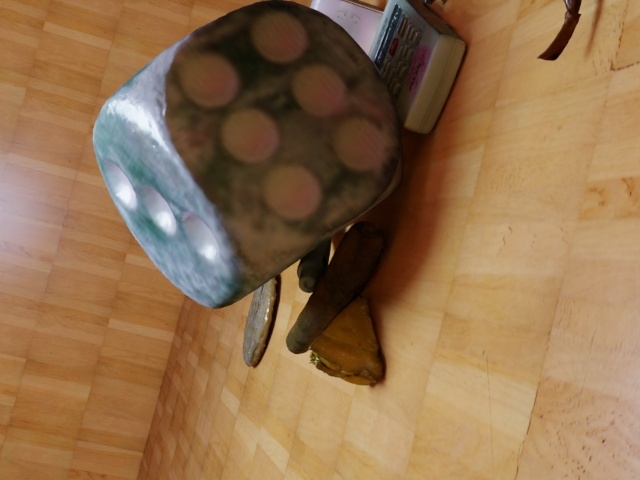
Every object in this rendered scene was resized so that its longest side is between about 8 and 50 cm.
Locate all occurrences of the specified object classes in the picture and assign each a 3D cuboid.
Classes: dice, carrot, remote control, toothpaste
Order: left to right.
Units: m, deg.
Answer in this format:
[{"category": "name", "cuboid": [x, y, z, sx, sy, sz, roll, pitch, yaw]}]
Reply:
[{"category": "dice", "cuboid": [-0.102, -0.121, 1.319, 0.330, 0.328, 0.348, -35, 0, -29]}, {"category": "toothpaste", "cuboid": [0.000, 0.000, 1.559, 0.297, 0.048, 0.075, -75, 8, -61]}, {"category": "carrot", "cuboid": [0.016, 0.092, 1.406, 0.342, 0.070, 0.070, 120, 160, -46]}, {"category": "remote control", "cuboid": [0.135, -0.278, 1.374, 0.344, 0.050, 0.145, -105, 33, -64]}]

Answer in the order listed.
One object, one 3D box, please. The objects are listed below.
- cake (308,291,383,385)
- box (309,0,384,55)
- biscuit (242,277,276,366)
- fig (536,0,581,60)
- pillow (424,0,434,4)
[{"category": "cake", "cuboid": [0.021, 0.140, 1.268, 0.185, 0.116, 0.080, -103, 29, -53]}, {"category": "box", "cuboid": [0.036, -0.389, 1.703, 0.051, 0.130, 0.129, -109, 36, -63]}, {"category": "biscuit", "cuboid": [-0.134, 0.166, 1.980, 0.220, 0.033, 0.220, -167, 90, -77]}, {"category": "fig", "cuboid": [0.236, -0.287, 0.907, 0.146, 0.133, 0.201, 64, -169, -68]}, {"category": "pillow", "cuboid": [0.207, -0.491, 1.347, 0.189, 0.034, 0.256, -90, 20, -45]}]
